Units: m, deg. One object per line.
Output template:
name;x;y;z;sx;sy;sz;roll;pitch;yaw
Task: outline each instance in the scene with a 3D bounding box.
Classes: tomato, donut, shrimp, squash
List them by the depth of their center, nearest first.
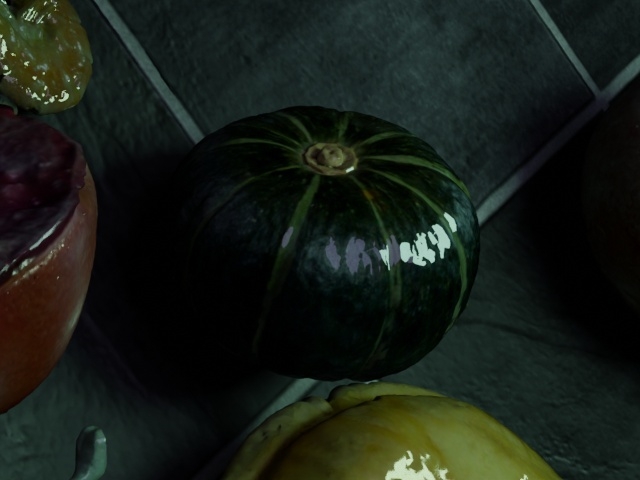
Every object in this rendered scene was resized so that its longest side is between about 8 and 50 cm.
tomato;-0.298;0.027;1.070;0.290;0.335;0.176;-31;134;-33
donut;0.075;0.321;1.262;0.449;0.198;0.449;18;59;-32
shrimp;-0.259;-0.191;1.323;0.217;0.051;0.115;51;41;-8
squash;0.000;0.000;1.328;0.252;0.165;0.252;7;35;-5
tomato;0.407;-0.042;1.647;0.317;0.282;0.316;17;63;-36

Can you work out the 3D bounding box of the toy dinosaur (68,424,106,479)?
toy dinosaur;-0.207;0.236;1.133;0.205;0.092;0.393;-31;91;-38
